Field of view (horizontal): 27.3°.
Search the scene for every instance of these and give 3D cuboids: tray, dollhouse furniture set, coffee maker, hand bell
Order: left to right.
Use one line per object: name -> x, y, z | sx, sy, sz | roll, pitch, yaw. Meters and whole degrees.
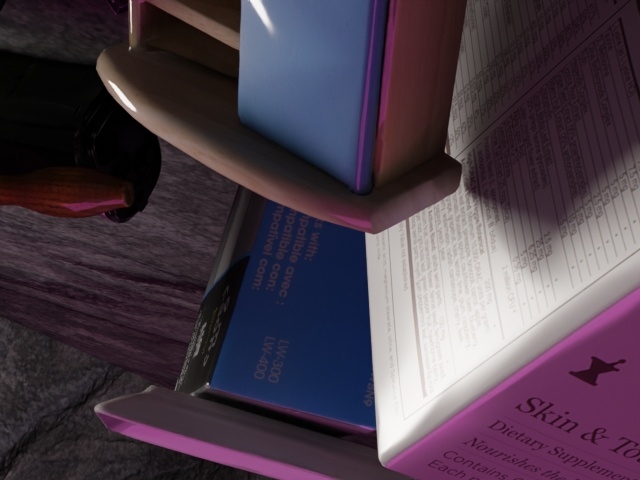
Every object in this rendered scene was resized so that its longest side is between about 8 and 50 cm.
dollhouse furniture set -> -0.134, -0.094, 0.344 | 0.286, 0.303, 0.198 | 31, 131, 34
hand bell -> -0.257, -0.041, 1.010 | 0.242, 0.126, 0.126 | 1, 161, 17
coffee maker -> -0.237, -0.096, 1.069 | 0.178, 0.120, 0.171 | 10, 163, 25
tray -> -0.009, 0.142, 0.854 | 0.270, 0.030, 0.145 | 16, 167, -2

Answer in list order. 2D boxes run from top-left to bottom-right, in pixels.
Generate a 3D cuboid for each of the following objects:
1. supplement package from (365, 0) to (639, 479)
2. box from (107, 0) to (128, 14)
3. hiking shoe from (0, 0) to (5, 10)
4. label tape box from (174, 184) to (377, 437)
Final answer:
supplement package -> 0.169, -0.036, 0.441 | 0.199, 0.198, 0.262 | 23, 134, -27
box -> -0.040, -0.164, 0.616 | 0.029, 0.116, 0.162 | 60, 160, -3
hiking shoe -> -0.154, -0.165, 0.605 | 0.132, 0.113, 0.304 | -13, -157, -13
label tape box -> 0.000, 0.000, 0.880 | 0.115, 0.249, 0.348 | 19, 166, -6
